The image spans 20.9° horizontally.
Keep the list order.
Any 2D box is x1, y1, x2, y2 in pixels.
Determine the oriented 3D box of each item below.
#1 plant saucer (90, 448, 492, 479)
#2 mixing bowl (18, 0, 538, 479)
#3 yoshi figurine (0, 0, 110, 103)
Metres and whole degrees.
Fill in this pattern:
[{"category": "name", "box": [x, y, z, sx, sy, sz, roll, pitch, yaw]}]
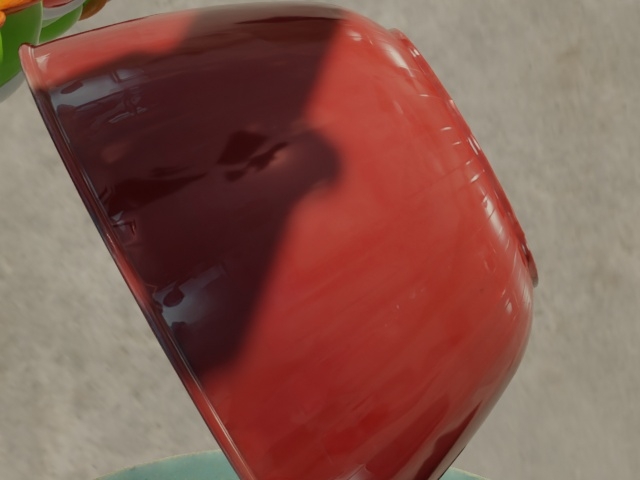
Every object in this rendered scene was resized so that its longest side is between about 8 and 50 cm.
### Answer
[{"category": "plant saucer", "box": [-0.009, 0.206, 0.897, 0.317, 0.317, 0.044, -6, 52, 10]}, {"category": "mixing bowl", "box": [0.000, 0.000, 0.505, 0.098, 0.181, 0.181, -28, 65, -2]}, {"category": "yoshi figurine", "box": [-0.245, -0.153, 1.058, 0.203, 0.362, 0.203, 35, 116, -7]}]
